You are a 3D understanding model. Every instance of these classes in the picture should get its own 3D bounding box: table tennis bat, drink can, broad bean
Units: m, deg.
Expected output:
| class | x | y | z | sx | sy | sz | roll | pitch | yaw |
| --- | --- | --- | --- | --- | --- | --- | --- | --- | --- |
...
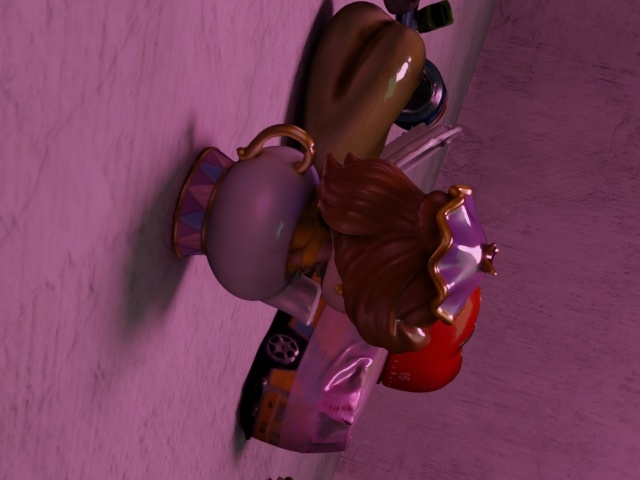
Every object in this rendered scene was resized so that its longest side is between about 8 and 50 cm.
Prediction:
| class | x | y | z | sx | sy | sz | roll | pitch | yaw |
| --- | --- | --- | --- | --- | --- | --- | --- | --- | --- |
| table tennis bat | 0.154 | -0.389 | 1.625 | 0.124 | 0.033 | 0.201 | -67 | 168 | -47 |
| drink can | 0.158 | -0.250 | 1.637 | 0.205 | 0.118 | 0.118 | -18 | 124 | -80 |
| broad bean | 0.041 | -0.146 | 1.128 | 0.189 | 0.121 | 0.263 | -51 | 160 | -41 |

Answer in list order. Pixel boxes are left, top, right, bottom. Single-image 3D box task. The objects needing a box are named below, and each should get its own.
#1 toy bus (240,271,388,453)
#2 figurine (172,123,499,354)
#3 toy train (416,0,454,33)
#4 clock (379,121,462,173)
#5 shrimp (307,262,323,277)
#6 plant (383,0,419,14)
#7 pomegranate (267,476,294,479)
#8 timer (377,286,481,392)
| class | x | y | z | sx | sy | sz | roll | pitch | yaw |
| --- | --- | --- | --- | --- | --- | --- | --- | --- | --- |
| toy bus | 0.023 | 0.140 | 1.410 | 0.171 | 0.162 | 0.386 | 99 | 13 | -47 |
| figurine | 0.016 | 0.002 | 0.797 | 0.142 | 0.263 | 0.189 | -61 | 163 | -47 |
| toy train | 0.194 | -0.390 | 1.669 | 0.209 | 0.042 | 0.044 | -97 | 169 | -80 |
| clock | 0.125 | -0.137 | 1.581 | 0.236 | 0.053 | 0.236 | -33 | 176 | -3 |
| shrimp | -0.013 | 0.005 | 1.158 | 0.145 | 0.059 | 0.254 | -23 | 162 | -31 |
| plant | 0.104 | -0.383 | 1.007 | 0.146 | 0.149 | 0.274 | 30 | 74 | -64 |
| pomegranate | -0.052 | 0.548 | 1.706 | 0.202 | 0.202 | 0.248 | 85 | -5 | -66 |
| timer | 0.187 | 0.122 | 1.982 | 0.378 | 0.279 | 0.378 | 15 | 90 | -82 |
